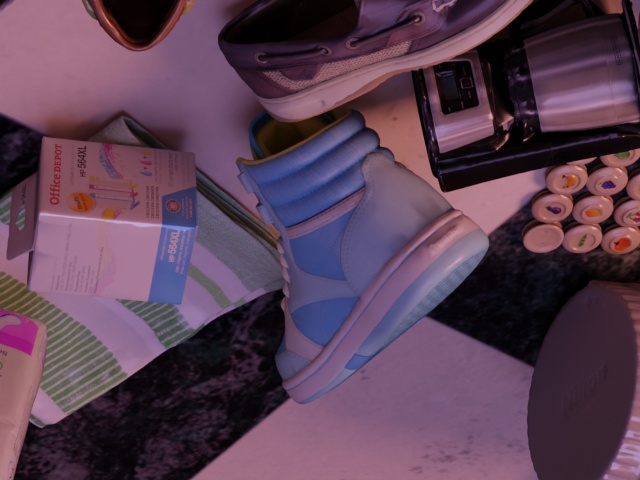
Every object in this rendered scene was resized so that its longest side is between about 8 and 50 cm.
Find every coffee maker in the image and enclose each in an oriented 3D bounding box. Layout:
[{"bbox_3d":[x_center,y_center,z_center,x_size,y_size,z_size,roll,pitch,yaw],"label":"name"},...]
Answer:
[{"bbox_3d":[0.167,-0.099,1.441,0.178,0.120,0.171,-12,139,7],"label":"coffee maker"}]

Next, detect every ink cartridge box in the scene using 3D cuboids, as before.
[{"bbox_3d":[-0.176,-0.016,1.470,0.143,0.092,0.090,6,133,-12],"label":"ink cartridge box"}]

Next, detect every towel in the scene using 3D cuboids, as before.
[{"bbox_3d":[-0.210,0.041,1.615,0.324,0.038,0.248,-30,132,25],"label":"towel"}]

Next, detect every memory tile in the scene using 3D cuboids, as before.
[{"bbox_3d":[0.243,-0.039,1.597,0.113,0.012,0.148,5,138,-12],"label":"memory tile"}]

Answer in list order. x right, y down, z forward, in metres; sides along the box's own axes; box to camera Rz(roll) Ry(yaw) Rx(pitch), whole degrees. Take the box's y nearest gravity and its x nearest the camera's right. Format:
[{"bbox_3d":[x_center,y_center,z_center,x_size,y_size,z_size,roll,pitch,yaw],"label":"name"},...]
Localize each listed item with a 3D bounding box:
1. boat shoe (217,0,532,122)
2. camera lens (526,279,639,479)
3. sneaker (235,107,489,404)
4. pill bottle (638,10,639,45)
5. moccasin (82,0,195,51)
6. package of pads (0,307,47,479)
[{"bbox_3d":[0.049,-0.182,1.350,0.285,0.103,0.092,-25,140,29],"label":"boat shoe"},{"bbox_3d":[0.355,0.161,1.679,0.274,0.219,0.219,12,135,-20],"label":"camera lens"},{"bbox_3d":[0.000,0.000,1.527,0.127,0.208,0.319,-36,173,-34],"label":"sneaker"},{"bbox_3d":[0.357,-0.248,1.229,0.210,0.210,0.363,2,137,-9],"label":"pill bottle"},{"bbox_3d":[-0.118,-0.285,1.176,0.139,0.147,0.380,4,137,-11],"label":"moccasin"},{"bbox_3d":[-0.384,0.124,1.498,0.296,0.229,0.101,17,125,-8],"label":"package of pads"}]
